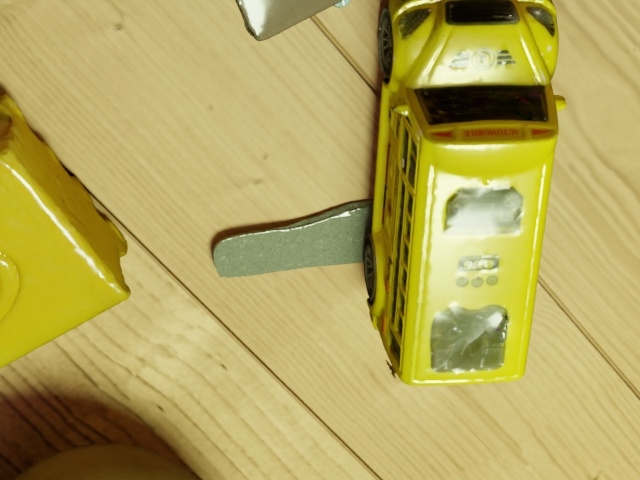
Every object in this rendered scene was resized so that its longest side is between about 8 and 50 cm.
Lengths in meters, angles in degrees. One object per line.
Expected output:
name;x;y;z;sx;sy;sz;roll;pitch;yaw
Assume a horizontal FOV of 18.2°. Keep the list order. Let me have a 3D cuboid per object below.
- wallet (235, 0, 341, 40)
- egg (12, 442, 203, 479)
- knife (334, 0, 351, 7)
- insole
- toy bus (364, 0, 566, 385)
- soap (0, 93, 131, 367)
wallet;-0.004;-0.231;1.558;0.152;0.039;0.118;-28;126;-4
egg;-0.181;0.356;1.799;0.301;0.301;0.374;-3;119;-6
knife;-0.061;-0.265;1.552;0.260;0.034;0.063;29;105;-32
insole;0.000;0.000;1.751;0.192;0.010;0.063;-10;126;-2
toy bus;0.119;-0.046;1.644;0.144;0.152;0.330;-2;123;-8
soap;-0.345;0.035;1.674;0.324;0.096;0.204;-29;124;12
